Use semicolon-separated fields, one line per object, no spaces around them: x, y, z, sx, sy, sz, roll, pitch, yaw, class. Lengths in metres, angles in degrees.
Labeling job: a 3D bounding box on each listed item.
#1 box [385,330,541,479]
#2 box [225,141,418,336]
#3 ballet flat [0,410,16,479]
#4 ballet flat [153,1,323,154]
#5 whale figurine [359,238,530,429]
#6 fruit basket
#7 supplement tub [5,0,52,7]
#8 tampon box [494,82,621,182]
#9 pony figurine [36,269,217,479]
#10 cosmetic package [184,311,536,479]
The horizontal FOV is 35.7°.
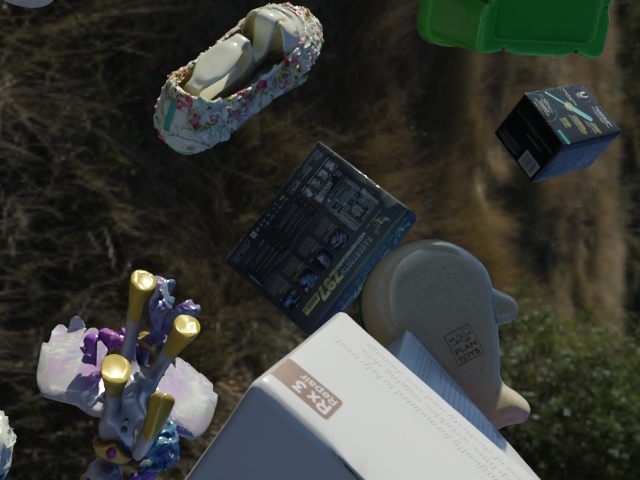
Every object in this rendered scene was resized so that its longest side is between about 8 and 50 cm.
0.122;0.311;1.098;0.345;0.215;0.168;49;16;-1;box
0.000;0.000;1.450;0.232;0.183;0.059;-53;154;3;box
-0.498;0.211;0.966;0.147;0.409;0.147;-16;90;-82;ballet flat
-0.065;-0.169;0.931;0.241;0.091;0.077;-53;165;-37;ballet flat
0.160;0.135;1.301;0.272;0.216;0.141;60;-17;8;whale figurine
0.278;-0.437;1.314;0.392;0.283;0.392;-179;-90;-82;fruit basket
-0.507;-0.614;1.836;0.235;0.235;0.325;67;35;-51;supplement tub
0.411;-0.188;1.727;0.161;0.120;0.101;-15;153;-37;tampon box
-0.291;0.227;1.510;0.351;0.303;0.363;-85;-164;-52;pony figurine
-0.021;0.156;0.435;0.231;0.117;0.085;-54;170;28;cosmetic package
